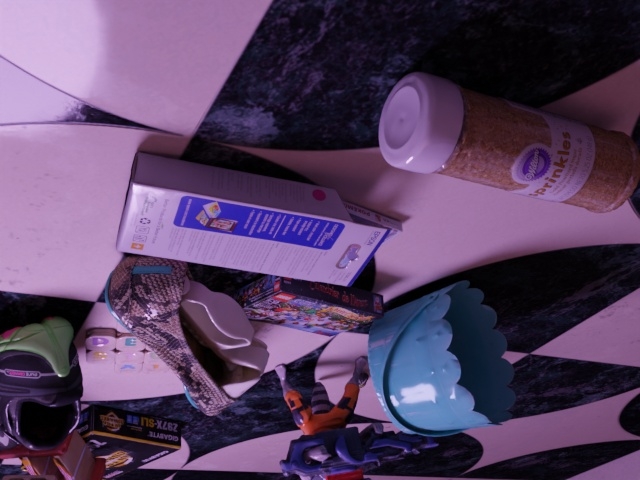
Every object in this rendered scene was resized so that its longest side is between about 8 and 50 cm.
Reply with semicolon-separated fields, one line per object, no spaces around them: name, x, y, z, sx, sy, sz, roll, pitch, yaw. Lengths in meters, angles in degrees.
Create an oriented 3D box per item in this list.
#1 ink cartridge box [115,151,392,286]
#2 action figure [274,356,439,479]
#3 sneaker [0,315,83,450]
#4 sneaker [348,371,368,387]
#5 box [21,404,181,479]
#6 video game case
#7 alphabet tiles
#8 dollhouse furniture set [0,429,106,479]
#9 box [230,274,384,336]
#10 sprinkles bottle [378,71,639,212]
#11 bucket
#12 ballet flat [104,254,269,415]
ink cartridge box;-0.100;-0.022;1.192;0.371;0.069;0.175;12;145;-15
action figure;0.062;0.420;1.744;0.342;0.330;0.178;3;146;-15
sneaker;-0.573;0.321;1.547;0.185;0.202;0.483;-15;160;-37
sneaker;0.093;0.323;1.891;0.035;0.031;0.083;-5;157;-30
box;-0.545;0.510;2.027;0.322;0.079;0.257;-30;141;34
video game case;0.000;0.000;1.323;0.184;0.023;0.201;18;141;-36
alphabet tiles;-0.320;0.214;1.623;0.284;0.021;0.278;3;148;-15
dollhouse furniture set;-0.601;0.562;1.721;0.152;0.374;0.201;-4;130;10
box;-0.024;0.116;1.472;0.233;0.044;0.159;17;152;-35
sprinkles bottle;0.254;-0.122;1.072;0.356;0.121;0.121;10;146;-27
bucket;0.226;0.229;1.530;0.183;0.281;0.281;-21;147;30
ballet flat;-0.194;0.182;1.428;0.182;0.164;0.482;-6;144;15
